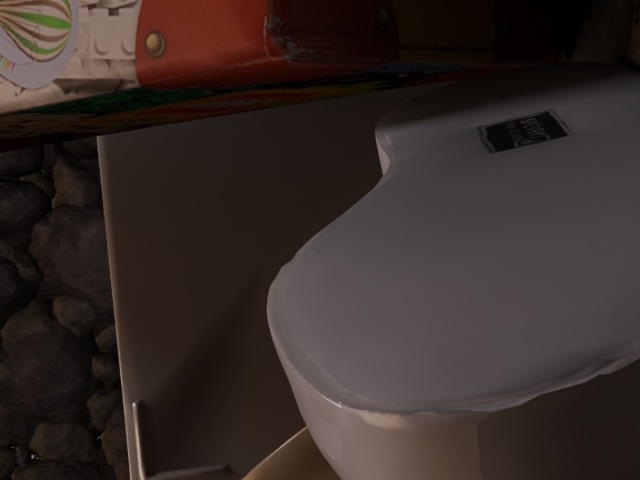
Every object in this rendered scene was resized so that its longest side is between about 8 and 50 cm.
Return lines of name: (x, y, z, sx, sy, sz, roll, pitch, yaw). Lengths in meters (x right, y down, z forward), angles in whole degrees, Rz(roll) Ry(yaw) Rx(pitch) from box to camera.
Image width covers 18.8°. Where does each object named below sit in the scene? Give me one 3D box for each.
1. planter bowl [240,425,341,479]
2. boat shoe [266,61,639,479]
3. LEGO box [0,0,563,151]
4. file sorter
planter bowl: (0.048, 0.110, 0.711, 0.109, 0.162, 0.162, 54, 171, 14)
boat shoe: (0.054, 0.029, 0.486, 0.306, 0.113, 0.105, -91, -13, -78)
LEGO box: (-0.141, -0.284, 0.747, 0.193, 0.372, 0.500, -7, -91, -57)
file sorter: (0.000, 0.000, 0.980, 0.173, 0.192, 0.278, 77, -175, -70)
